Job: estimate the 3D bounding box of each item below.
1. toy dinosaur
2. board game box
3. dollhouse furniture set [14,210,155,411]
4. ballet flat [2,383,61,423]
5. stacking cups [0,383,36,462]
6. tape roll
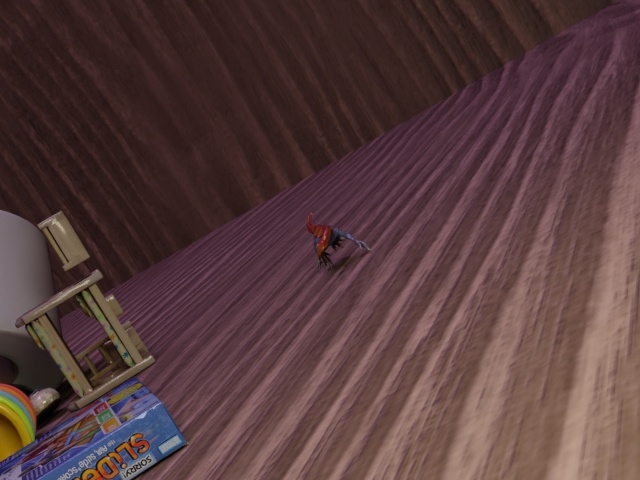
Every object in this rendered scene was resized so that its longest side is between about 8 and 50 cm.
[{"bbox_3d":[0.000,0.000,1.242,0.047,0.090,0.082,-47,-24,-9],"label":"toy dinosaur"},{"bbox_3d":[-0.172,0.154,0.938,0.136,0.035,0.201,-32,6,-11],"label":"board game box"},{"bbox_3d":[-0.271,0.072,1.405,0.101,0.181,0.161,-32,6,-9],"label":"dollhouse furniture set"},{"bbox_3d":[-0.324,0.178,1.435,0.057,0.049,0.173,-35,7,-27],"label":"ballet flat"},{"bbox_3d":[-0.288,0.172,1.179,0.096,0.096,0.316,-32,2,-6],"label":"stacking cups"},{"bbox_3d":[-0.430,0.093,1.550,0.246,0.169,0.246,-11,-30,-7],"label":"tape roll"}]
